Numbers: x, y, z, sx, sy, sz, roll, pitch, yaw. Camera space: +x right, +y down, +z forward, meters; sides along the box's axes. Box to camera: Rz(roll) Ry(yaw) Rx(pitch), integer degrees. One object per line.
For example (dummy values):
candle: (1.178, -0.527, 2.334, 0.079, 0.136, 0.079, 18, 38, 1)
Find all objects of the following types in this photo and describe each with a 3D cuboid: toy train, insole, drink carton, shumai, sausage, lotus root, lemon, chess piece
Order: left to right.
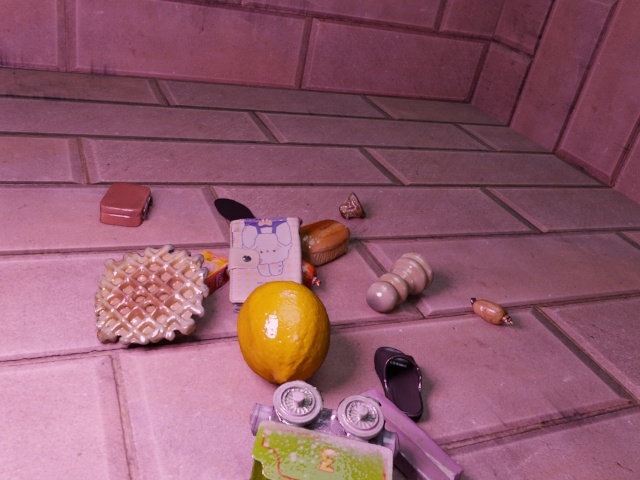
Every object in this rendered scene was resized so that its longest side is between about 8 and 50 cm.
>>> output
drink carton: (-0.351, 0.111, 1.659, 0.096, 0.071, 0.223, 21, 30, 18)
insole: (-0.262, -0.071, 2.081, 0.119, 0.009, 0.348, -19, 41, -41)
sausage: (-0.128, 0.066, 1.807, 0.312, 0.093, 0.093, 28, 32, 24)
lemon: (-0.087, 0.215, 1.417, 0.235, 0.236, 0.263, -11, 46, -36)
toy train: (0.000, 0.426, 1.155, 0.307, 0.174, 0.249, 13, 38, 0)
shumai: (0.117, -0.118, 2.253, 0.087, 0.124, 0.099, -29, 58, 4)
chess piece: (0.231, 0.141, 1.803, 0.133, 0.133, 0.243, 30, 40, 28)
lotus root: (0.528, 0.222, 1.820, 0.151, 0.063, 0.072, 27, 5, 37)

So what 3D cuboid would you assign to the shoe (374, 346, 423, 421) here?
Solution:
shoe: (0.204, 0.333, 1.467, 0.108, 0.093, 0.241, 6, 31, -9)

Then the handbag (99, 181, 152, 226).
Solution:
handbag: (-0.639, -0.119, 1.951, 0.151, 0.072, 0.193, 10, 27, -5)

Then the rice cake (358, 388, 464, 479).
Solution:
rice cake: (0.180, 0.444, 1.303, 0.106, 0.050, 0.298, -16, 40, -39)

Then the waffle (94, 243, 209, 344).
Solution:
waffle: (-0.427, 0.135, 1.499, 0.291, 0.056, 0.309, -7, 46, -5)

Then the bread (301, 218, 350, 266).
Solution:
bread: (0.000, 0.000, 1.959, 0.140, 0.106, 0.236, 28, 32, 30)

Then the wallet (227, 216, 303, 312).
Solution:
wallet: (-0.155, 0.065, 1.700, 0.223, 0.077, 0.310, -2, 52, -5)
